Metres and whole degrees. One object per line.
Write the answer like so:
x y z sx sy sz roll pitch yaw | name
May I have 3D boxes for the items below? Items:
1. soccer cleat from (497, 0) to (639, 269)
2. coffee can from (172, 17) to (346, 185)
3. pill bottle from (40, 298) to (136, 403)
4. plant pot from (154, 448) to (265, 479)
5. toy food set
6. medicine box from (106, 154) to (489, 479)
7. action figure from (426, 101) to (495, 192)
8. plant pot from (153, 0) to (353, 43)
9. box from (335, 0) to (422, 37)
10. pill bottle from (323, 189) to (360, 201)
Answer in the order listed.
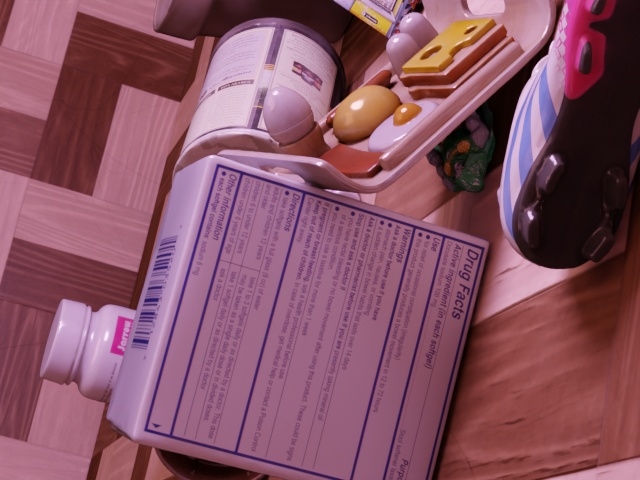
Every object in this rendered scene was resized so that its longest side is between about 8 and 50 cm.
0.210 -0.140 1.067 0.143 0.116 0.331 -107 36 -65 | soccer cleat
-0.081 -0.150 1.960 0.275 0.201 0.201 -78 13 -48 | coffee can
-0.305 0.197 2.323 0.160 0.283 0.160 -164 90 -76 | pill bottle
-0.132 0.222 1.912 0.165 0.167 0.167 -84 16 -61 | plant pot
0.061 -0.159 1.373 0.306 0.092 0.219 -42 23 -19 | toy food set
-0.021 0.091 1.334 0.149 0.289 0.263 171 115 -72 | medicine box
0.137 -0.119 1.455 0.232 0.063 0.137 -101 34 -55 | action figure
-0.083 -0.435 2.199 0.323 0.280 0.323 -163 90 -76 | plant pot
0.046 -0.388 1.825 0.044 0.233 0.159 -17 -41 -52 | box
0.027 -0.064 1.838 0.083 0.043 0.043 -101 31 -63 | pill bottle
